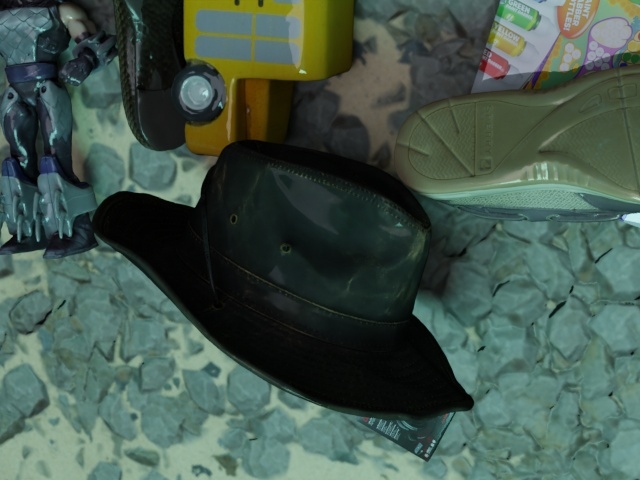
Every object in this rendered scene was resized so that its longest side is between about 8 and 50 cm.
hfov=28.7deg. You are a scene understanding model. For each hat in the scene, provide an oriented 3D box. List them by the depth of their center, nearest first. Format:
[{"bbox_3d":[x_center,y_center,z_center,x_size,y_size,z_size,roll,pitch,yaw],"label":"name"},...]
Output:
[{"bbox_3d":[0.000,0.000,0.966,0.331,0.331,0.134,30,103,11],"label":"hat"}]

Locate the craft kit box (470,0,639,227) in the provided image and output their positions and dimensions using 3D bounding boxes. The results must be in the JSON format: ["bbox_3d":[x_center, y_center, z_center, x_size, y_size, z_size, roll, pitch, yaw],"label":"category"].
[{"bbox_3d":[0.253,-0.139,0.969,0.247,0.061,0.250,20,110,12],"label":"craft kit box"}]

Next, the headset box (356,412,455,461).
[{"bbox_3d":[0.076,0.147,1.117,0.083,0.032,0.062,30,112,9],"label":"headset box"}]

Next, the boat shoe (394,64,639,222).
[{"bbox_3d":[0.200,-0.063,0.929,0.285,0.092,0.103,-3,75,24],"label":"boat shoe"}]

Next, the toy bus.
[{"bbox_3d":[-0.043,-0.236,1.024,0.130,0.108,0.332,6,105,17],"label":"toy bus"}]

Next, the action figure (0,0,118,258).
[{"bbox_3d":[-0.260,-0.130,1.138,0.185,0.099,0.285,-1,99,29],"label":"action figure"}]

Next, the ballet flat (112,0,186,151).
[{"bbox_3d":[-0.148,-0.202,1.097,0.058,0.084,0.250,24,120,60],"label":"ballet flat"}]
